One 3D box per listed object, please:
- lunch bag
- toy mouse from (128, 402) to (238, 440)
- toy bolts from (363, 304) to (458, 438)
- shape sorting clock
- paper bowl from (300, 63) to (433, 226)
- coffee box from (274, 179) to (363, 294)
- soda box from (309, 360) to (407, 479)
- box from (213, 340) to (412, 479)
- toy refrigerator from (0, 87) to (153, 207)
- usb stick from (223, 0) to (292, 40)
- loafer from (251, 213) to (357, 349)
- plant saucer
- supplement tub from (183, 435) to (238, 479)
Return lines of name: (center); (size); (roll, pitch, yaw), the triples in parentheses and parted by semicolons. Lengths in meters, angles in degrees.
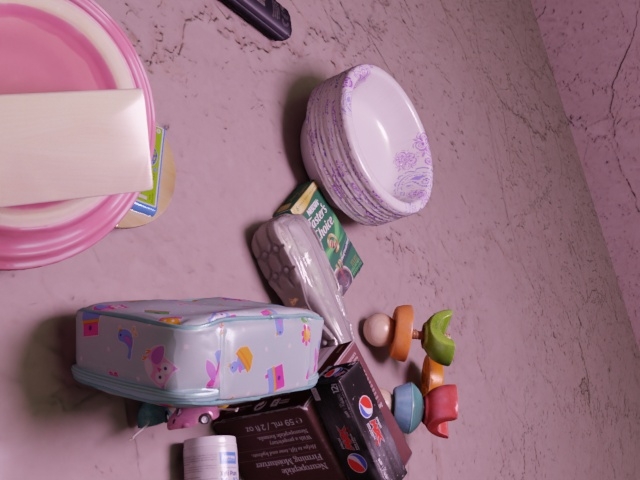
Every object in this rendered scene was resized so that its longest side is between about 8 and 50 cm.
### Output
lunch bag: (-0.143, 0.128, 1.017); (0.279, 0.224, 0.108); (4, 88, -55)
toy mouse: (-0.174, 0.205, 1.021); (0.143, 0.161, 0.031); (-14, 94, -41)
toy bolts: (0.147, 0.252, 1.500); (0.228, 0.158, 0.218); (-86, -178, -45)
shape sorting clock: (-0.276, -0.111, 1.093); (0.206, 0.040, 0.206); (20, 60, -40)
paper bowl: (0.072, -0.164, 1.529); (0.284, 0.148, 0.284); (29, 53, -46)
coffee box: (0.000, 0.000, 1.442); (0.184, 0.040, 0.113); (60, 35, -17)
soda box: (0.049, 0.243, 1.078); (0.060, 0.053, 0.169); (-34, 104, -53)
box: (-0.007, 0.279, 1.183); (0.203, 0.168, 0.167); (63, 35, -13)
toy refrigerator: (-0.304, -0.084, 0.789); (0.269, 0.094, 0.102); (-10, 101, -32)
usb stick: (-0.148, -0.431, 1.432); (0.278, 0.045, 0.077); (27, 46, -47)
loafer: (0.001, 0.106, 1.330); (0.111, 0.112, 0.319); (-26, 96, -48)
plant saucer: (-0.322, -0.134, 0.881); (0.332, 0.084, 0.332); (1, 88, -33)
supplement tub: (-0.138, 0.306, 1.069); (0.071, 0.071, 0.107); (18, 61, -51)
